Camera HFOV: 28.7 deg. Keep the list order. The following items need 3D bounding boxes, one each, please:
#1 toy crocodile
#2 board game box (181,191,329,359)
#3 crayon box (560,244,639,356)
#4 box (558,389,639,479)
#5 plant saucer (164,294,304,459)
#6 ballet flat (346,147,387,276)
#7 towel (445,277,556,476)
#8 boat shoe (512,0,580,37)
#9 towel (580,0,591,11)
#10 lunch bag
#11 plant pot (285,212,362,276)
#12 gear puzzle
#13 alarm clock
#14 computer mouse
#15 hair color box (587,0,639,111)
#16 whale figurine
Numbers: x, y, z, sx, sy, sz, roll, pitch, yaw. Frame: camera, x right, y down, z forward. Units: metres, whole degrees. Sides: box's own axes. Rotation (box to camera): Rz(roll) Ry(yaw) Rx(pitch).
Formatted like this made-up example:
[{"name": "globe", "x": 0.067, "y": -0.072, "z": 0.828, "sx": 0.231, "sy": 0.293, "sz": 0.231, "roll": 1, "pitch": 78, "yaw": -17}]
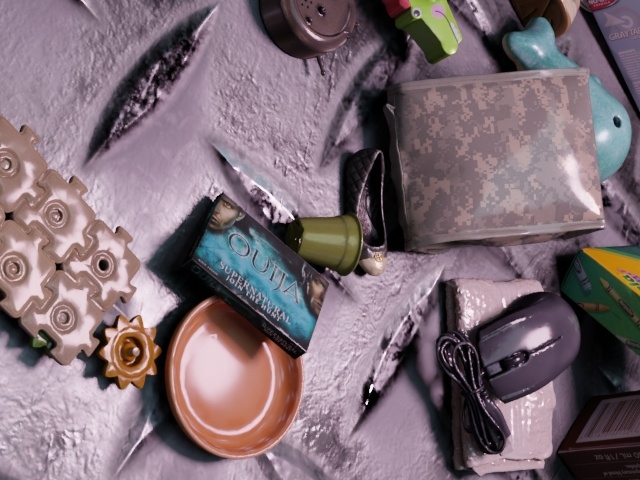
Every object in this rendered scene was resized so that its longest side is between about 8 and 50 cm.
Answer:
[{"name": "toy crocodile", "x": 0.101, "y": -0.404, "z": 1.725, "sx": 0.105, "sy": 0.115, "sz": 0.341, "roll": -25, "pitch": 97, "yaw": -21}, {"name": "board game box", "x": -0.075, "y": 0.042, "z": 1.520, "sx": 0.186, "sy": 0.026, "sz": 0.126, "roll": 41, "pitch": 41, "yaw": -20}, {"name": "crayon box", "x": 0.522, "y": 0.115, "z": 1.898, "sx": 0.165, "sy": 0.278, "sz": 0.081, "roll": -3, "pitch": 125, "yaw": -41}, {"name": "box", "x": 0.553, "y": 0.409, "z": 1.901, "sx": 0.381, "sy": 0.191, "sz": 0.143, "roll": 51, "pitch": 55, "yaw": -14}, {"name": "plant saucer", "x": -0.107, "y": 0.162, "z": 1.504, "sx": 0.200, "sy": 0.037, "sz": 0.200, "roll": 8, "pitch": 77, "yaw": -38}, {"name": "ballet flat", "x": 0.065, "y": -0.038, "z": 1.673, "sx": 0.057, "sy": 0.049, "sz": 0.173, "roll": -3, "pitch": 85, "yaw": -39}, {"name": "towel", "x": 0.260, "y": 0.193, "z": 1.801, "sx": 0.187, "sy": 0.049, "sz": 0.282, "roll": 3, "pitch": 81, "yaw": -40}, {"name": "boat shoe", "x": 0.320, "y": -0.462, "z": 1.927, "sx": 0.098, "sy": 0.109, "sz": 0.302, "roll": -50, "pitch": 120, "yaw": -39}, {"name": "towel", "x": 0.428, "y": -0.467, "z": 2.073, "sx": 0.113, "sy": 0.023, "sz": 0.152, "roll": 29, "pitch": 63, "yaw": -36}, {"name": "lunch bag", "x": 0.228, "y": -0.107, "z": 1.740, "sx": 0.287, "sy": 0.169, "sz": 0.235, "roll": -4, "pitch": 84, "yaw": -15}, {"name": "plant pot", "x": 0.000, "y": 0.000, "z": 1.601, "sx": 0.079, "sy": 0.083, "sz": 0.083, "roll": 8, "pitch": 77, "yaw": -26}, {"name": "gear puzzle", "x": -0.289, "y": 0.033, "z": 1.374, "sx": 0.339, "sy": 0.044, "sz": 0.175, "roll": 50, "pitch": 54, "yaw": -26}, {"name": "alarm clock", "x": -0.025, "y": -0.321, "z": 1.640, "sx": 0.192, "sy": 0.064, "sz": 0.129, "roll": 45, "pitch": 57, "yaw": -22}, {"name": "computer mouse", "x": 0.291, "y": 0.162, "z": 1.756, "sx": 0.272, "sy": 0.072, "sz": 0.189, "roll": -32, "pitch": 101, "yaw": -39}, {"name": "hair color box", "x": 0.575, "y": -0.363, "z": 2.100, "sx": 0.185, "sy": 0.113, "sz": 0.374, "roll": -49, "pitch": 117, "yaw": -35}, {"name": "whale figurine", "x": 0.379, "y": -0.211, "z": 1.906, "sx": 0.216, "sy": 0.141, "sz": 0.272, "roll": -31, "pitch": 103, "yaw": -38}]
